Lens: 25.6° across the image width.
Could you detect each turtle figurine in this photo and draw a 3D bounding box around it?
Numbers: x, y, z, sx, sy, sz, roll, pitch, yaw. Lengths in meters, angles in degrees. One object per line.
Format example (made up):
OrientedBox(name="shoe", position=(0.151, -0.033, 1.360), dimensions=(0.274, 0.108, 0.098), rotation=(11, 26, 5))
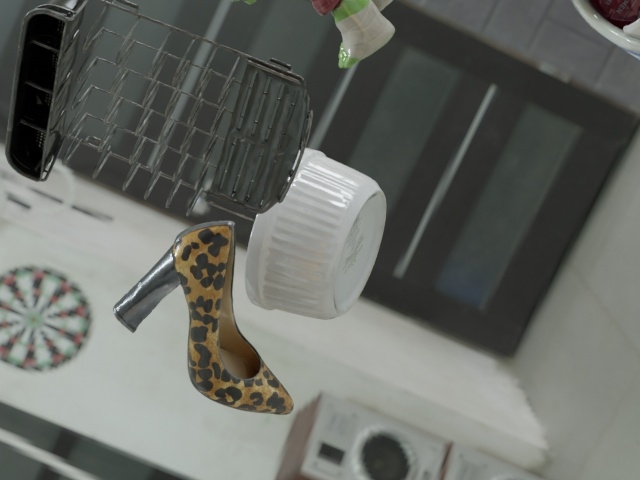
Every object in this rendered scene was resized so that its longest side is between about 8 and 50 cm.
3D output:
OrientedBox(name="turtle figurine", position=(-0.058, -0.289, 1.398), dimensions=(0.275, 0.266, 0.198), rotation=(-45, 26, -4))

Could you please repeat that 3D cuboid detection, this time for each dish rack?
OrientedBox(name="dish rack", position=(-0.149, -0.113, 1.319), dimensions=(0.208, 0.272, 0.074), rotation=(111, 180, -46))

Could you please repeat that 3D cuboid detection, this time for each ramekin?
OrientedBox(name="ramekin", position=(0.000, 0.000, 1.727), dimensions=(0.207, 0.109, 0.207), rotation=(19, -90, -73))

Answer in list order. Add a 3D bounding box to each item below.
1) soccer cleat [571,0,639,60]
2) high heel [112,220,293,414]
OrientedBox(name="soccer cleat", position=(0.409, -0.212, 1.548), dimensions=(0.116, 0.331, 0.143), rotation=(-60, -14, 18))
OrientedBox(name="high heel", position=(-0.089, 0.096, 1.646), dimensions=(0.186, 0.261, 0.093), rotation=(-43, 23, 25))
